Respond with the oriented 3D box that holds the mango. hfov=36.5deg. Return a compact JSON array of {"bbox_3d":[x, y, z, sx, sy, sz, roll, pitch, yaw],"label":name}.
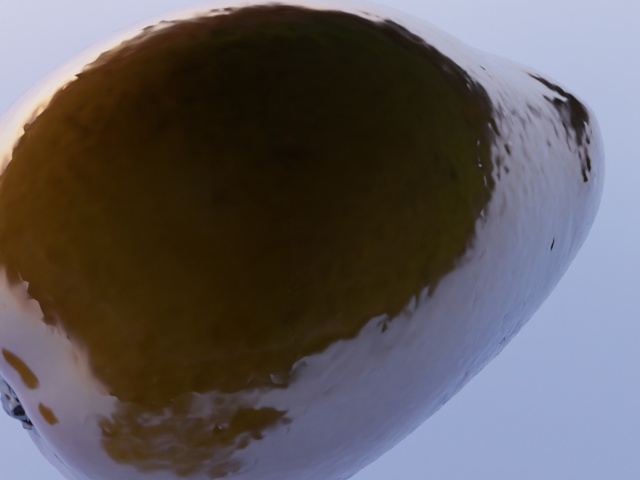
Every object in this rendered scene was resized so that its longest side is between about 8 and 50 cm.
[{"bbox_3d":[0.000,0.000,0.494,0.378,0.264,0.221,-16,-117,-41],"label":"mango"}]
